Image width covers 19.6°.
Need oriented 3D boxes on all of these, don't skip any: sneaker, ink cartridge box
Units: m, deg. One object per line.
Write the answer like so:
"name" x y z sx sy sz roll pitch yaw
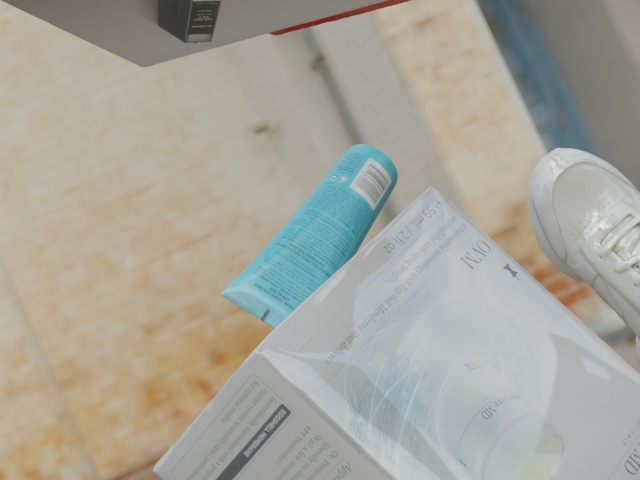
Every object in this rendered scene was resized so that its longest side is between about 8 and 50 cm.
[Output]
"sneaker" 0.318 0.030 1.730 0.114 0.305 0.152 -44 11 -17
"ink cartridge box" 0.006 -0.158 1.044 0.296 0.066 0.261 -10 -20 36

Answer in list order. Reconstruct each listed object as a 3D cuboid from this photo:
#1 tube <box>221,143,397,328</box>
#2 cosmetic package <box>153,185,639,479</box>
"tube" 0.000 0.000 1.539 0.207 0.080 0.052 -54 -11 -42
"cosmetic package" 0.067 0.123 1.106 0.138 0.225 0.224 -50 -5 40
